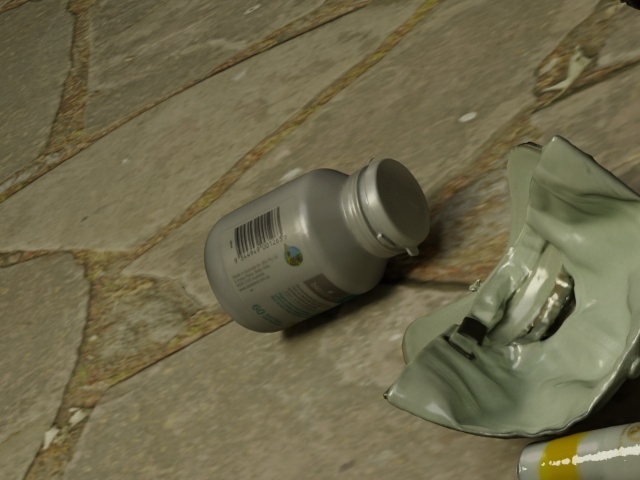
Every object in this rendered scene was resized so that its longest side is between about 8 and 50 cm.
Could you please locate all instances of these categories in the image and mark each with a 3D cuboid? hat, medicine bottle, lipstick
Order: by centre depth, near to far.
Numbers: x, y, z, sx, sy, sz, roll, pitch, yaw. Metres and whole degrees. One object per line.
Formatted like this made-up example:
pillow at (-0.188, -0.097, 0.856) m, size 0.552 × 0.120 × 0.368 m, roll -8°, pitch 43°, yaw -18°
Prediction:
lipstick at (0.270, 0.161, 1.372) m, size 0.264 × 0.059 × 0.059 m, roll -16°, pitch 41°, yaw 41°
hat at (0.186, 0.053, 1.561) m, size 0.257 × 0.168 × 0.301 m, roll -57°, pitch 5°, yaw 6°
medicine bottle at (0.000, 0.000, 1.832) m, size 0.215 × 0.135 × 0.135 m, roll -25°, pitch 36°, yaw 31°

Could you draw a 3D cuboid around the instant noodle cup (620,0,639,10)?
instant noodle cup at (0.382, -0.244, 1.566) m, size 0.302 × 0.258 × 0.181 m, roll 102°, pitch 162°, yaw -47°
